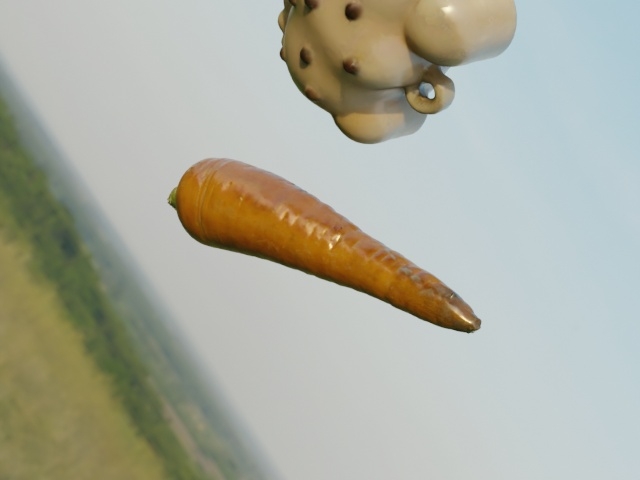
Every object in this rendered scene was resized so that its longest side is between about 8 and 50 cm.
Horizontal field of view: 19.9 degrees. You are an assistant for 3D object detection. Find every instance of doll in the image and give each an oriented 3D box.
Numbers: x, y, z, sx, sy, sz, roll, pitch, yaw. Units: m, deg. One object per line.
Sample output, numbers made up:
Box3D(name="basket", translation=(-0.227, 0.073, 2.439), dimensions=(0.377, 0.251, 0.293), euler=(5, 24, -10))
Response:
Box3D(name="doll", translation=(0.011, -0.197, 1.057), dimensions=(0.154, 0.119, 0.278), euler=(-24, -94, 48))

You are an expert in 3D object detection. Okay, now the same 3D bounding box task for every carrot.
Box3D(name="carrot", translation=(0.000, 0.000, 1.139), dimensions=(0.257, 0.061, 0.061), euler=(21, -27, 36))
